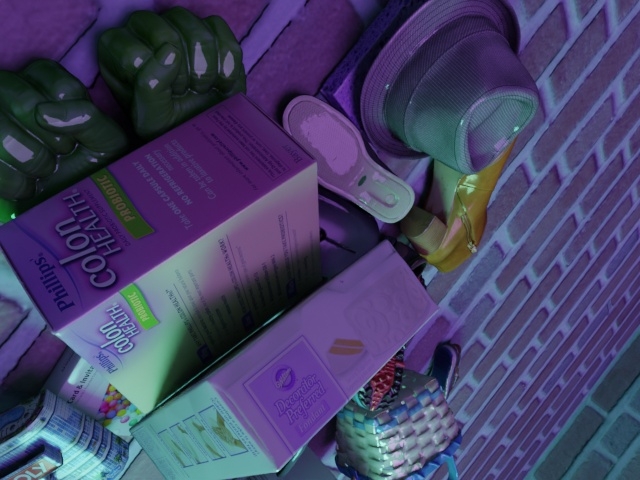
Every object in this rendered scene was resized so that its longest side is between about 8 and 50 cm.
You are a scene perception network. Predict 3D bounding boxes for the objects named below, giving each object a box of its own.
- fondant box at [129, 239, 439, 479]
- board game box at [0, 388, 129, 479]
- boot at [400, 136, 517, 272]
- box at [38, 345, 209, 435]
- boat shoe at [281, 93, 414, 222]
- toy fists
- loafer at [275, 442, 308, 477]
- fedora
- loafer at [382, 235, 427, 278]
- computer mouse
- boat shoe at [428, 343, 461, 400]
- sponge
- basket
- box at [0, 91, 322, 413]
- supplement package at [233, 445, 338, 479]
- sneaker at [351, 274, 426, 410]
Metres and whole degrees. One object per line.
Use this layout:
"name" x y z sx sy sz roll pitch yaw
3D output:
"fondant box" -0.057 0.149 0.606 0.238 0.096 0.330 -35 175 -37
"board game box" -0.346 0.248 0.589 0.194 0.060 0.194 -29 133 2
"boot" 0.261 -0.087 0.946 0.295 0.104 0.211 -54 146 5
"box" -0.240 0.176 0.689 0.186 0.038 0.145 30 94 -48
"boat shoe" 0.029 -0.108 0.723 0.084 0.079 0.233 -47 126 9
"toy fists" -0.186 -0.111 0.498 0.279 0.096 0.142 -34 135 -20
"loafer" -0.032 0.252 0.915 0.303 0.095 0.109 -62 -177 11
"fedora" 0.190 -0.175 0.707 0.243 0.124 0.275 -44 152 11
"loafer" 0.099 0.090 0.819 0.267 0.084 0.096 -60 167 -46
"computer mouse" 0.000 0.000 0.767 0.272 0.072 0.189 15 105 -47
"boat shoe" 0.290 0.322 1.268 0.066 0.066 0.183 -9 123 -41
"sponge" 0.098 -0.241 0.721 0.210 0.031 0.117 -52 141 -3
"basket" 0.160 0.417 1.085 0.254 0.201 0.289 -18 97 -33
"box" -0.127 0.019 0.528 0.243 0.117 0.214 -37 154 -19
"supplement package" -0.080 0.521 0.951 0.261 0.204 0.145 -19 127 -34
"sneaker" 0.097 0.158 0.960 0.104 0.125 0.262 29 73 -19
